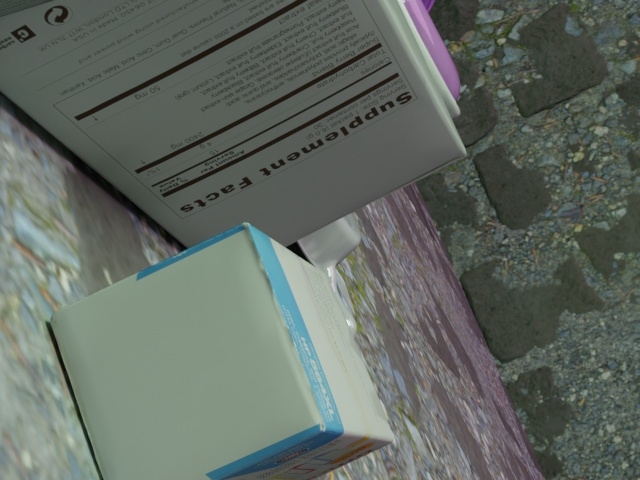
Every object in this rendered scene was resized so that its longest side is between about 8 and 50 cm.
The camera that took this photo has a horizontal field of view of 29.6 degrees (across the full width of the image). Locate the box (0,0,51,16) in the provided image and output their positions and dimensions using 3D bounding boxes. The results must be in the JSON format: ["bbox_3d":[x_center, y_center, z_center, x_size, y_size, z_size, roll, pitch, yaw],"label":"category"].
[{"bbox_3d":[-0.120,-0.178,0.278,0.345,0.168,0.215,-78,151,-85],"label":"box"}]

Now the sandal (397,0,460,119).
[{"bbox_3d":[0.034,-0.286,0.908,0.416,0.102,0.169,68,12,18],"label":"sandal"}]

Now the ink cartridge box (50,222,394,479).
[{"bbox_3d":[-0.034,0.063,0.528,0.089,0.092,0.143,67,10,17],"label":"ink cartridge box"}]

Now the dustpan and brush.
[{"bbox_3d":[0.000,0.000,1.037,0.211,0.060,0.147,60,9,22],"label":"dustpan and brush"}]

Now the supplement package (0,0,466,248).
[{"bbox_3d":[-0.061,-0.135,0.650,0.177,0.175,0.293,68,10,27],"label":"supplement package"}]
